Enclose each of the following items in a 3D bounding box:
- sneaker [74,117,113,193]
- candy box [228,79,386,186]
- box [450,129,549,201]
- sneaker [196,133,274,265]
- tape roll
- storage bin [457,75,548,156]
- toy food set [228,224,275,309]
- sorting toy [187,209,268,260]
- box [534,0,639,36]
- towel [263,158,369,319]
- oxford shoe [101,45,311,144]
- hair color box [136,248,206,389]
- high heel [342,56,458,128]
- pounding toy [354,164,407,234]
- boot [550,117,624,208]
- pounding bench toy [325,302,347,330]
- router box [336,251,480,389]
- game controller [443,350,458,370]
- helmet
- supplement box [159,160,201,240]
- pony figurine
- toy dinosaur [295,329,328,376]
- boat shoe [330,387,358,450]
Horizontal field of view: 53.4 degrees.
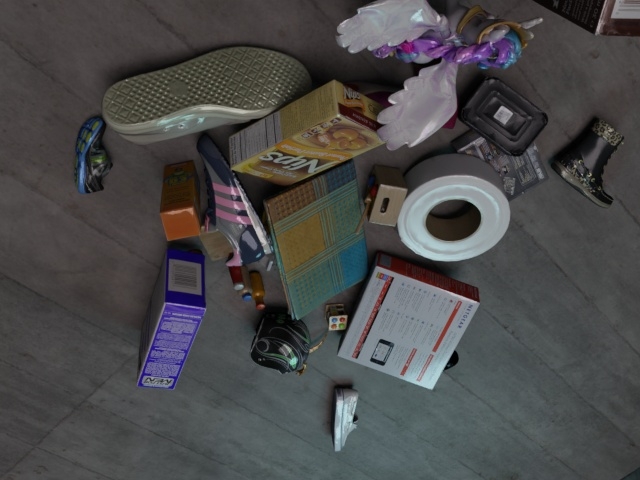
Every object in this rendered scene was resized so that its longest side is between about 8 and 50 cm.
[{"bbox_3d":[-0.510,-0.192,1.444,0.078,0.067,0.188,-4,125,-36],"label":"sneaker"},{"bbox_3d":[-0.028,-0.222,1.389,0.317,0.087,0.183,-20,157,37],"label":"candy box"},{"bbox_3d":[0.466,-0.206,1.648,0.183,0.056,0.231,-31,124,10],"label":"box"},{"bbox_3d":[-0.231,-0.085,1.481,0.131,0.112,0.318,-27,97,-2],"label":"sneaker"},{"bbox_3d":[0.335,-0.080,1.636,0.286,0.100,0.286,2,132,2],"label":"tape roll"},{"bbox_3d":[0.430,-0.294,1.514,0.180,0.084,0.122,36,101,-3],"label":"storage bin"},{"bbox_3d":[-0.170,0.074,1.622,0.111,0.104,0.232,-1,141,-23],"label":"toy food set"},{"bbox_3d":[-0.224,-0.024,1.607,0.275,0.046,0.132,-17,140,0],"label":"sorting toy"},{"bbox_3d":[0.522,-0.543,1.235,0.143,0.381,0.191,-2,123,-9],"label":"box"},{"bbox_3d":[0.000,0.000,1.636,0.272,0.040,0.370,-29,128,-24],"label":"towel"},{"bbox_3d":[-0.242,-0.310,1.386,0.450,0.169,0.130,-15,166,-12],"label":"oxford shoe"},{"bbox_3d":[-0.382,0.207,1.627,0.110,0.185,0.338,12,130,-21],"label":"hair color box"},{"bbox_3d":[0.143,-0.286,1.478,0.378,0.127,0.181,-17,121,-2],"label":"high heel"},{"bbox_3d":[0.145,-0.098,1.601,0.100,0.130,0.141,9,121,-10],"label":"pounding toy"},{"bbox_3d":[0.750,-0.201,1.699,0.236,0.085,0.178,28,111,-27],"label":"boot"},{"bbox_3d":[0.045,0.235,1.844,0.052,0.065,0.083,-3,124,-11],"label":"pounding bench toy"},{"bbox_3d":[0.242,0.234,1.808,0.301,0.082,0.335,20,119,-1],"label":"router box"},{"bbox_3d":[0.296,0.314,1.954,0.167,0.067,0.319,-33,123,10],"label":"game controller"},{"bbox_3d":[-0.106,0.287,1.789,0.162,0.169,0.169,21,118,-6],"label":"helmet"},{"bbox_3d":[-0.315,-0.095,1.440,0.078,0.233,0.080,-12,122,-4],"label":"supplement box"},{"bbox_3d":[0.216,-0.399,1.274,0.351,0.363,0.302,-26,126,5],"label":"pony figurine"},{"bbox_3d":[-0.066,0.342,1.894,0.212,0.064,0.112,-11,124,-6],"label":"toy dinosaur"},{"bbox_3d":[0.082,0.588,2.073,0.084,0.095,0.258,-1,125,-7],"label":"boat shoe"}]
